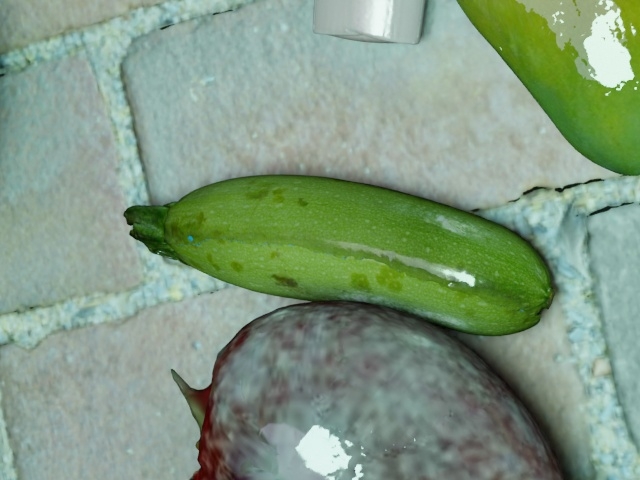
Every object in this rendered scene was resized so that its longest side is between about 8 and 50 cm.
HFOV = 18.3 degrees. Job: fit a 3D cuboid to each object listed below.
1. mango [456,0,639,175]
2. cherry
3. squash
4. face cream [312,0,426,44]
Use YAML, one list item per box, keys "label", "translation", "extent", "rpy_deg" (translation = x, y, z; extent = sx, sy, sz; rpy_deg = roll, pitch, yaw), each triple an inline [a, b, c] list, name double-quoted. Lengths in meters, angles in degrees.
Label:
- label: "mango"
  translation: [0.168, -0.163, 1.289]
  extent: [0.137, 0.091, 0.237]
  rpy_deg: [-42, 80, 24]
- label: "cherry"
  translation: [0.032, 0.160, 1.313]
  extent: [0.300, 0.203, 0.230]
  rpy_deg: [16, 92, 14]
- label: "squash"
  translation: [0.000, 0.000, 1.381]
  extent: [0.341, 0.094, 0.094]
  rpy_deg: [11, 98, 26]
- label: "face cream"
  translation: [0.040, -0.235, 1.362]
  extent: [0.084, 0.057, 0.198]
  rpy_deg: [8, 96, 26]
